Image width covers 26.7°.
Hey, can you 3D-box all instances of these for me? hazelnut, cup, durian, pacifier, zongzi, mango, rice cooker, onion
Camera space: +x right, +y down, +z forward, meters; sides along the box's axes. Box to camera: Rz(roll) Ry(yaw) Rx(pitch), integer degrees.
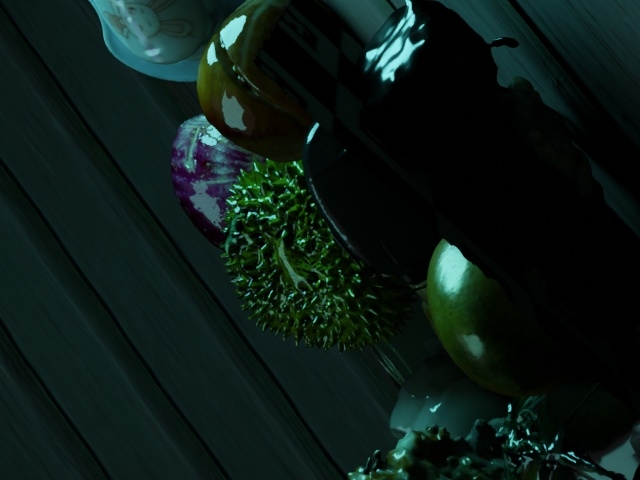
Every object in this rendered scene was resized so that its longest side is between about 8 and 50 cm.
[{"bbox_3d":[-0.036,-0.169,1.387,0.182,0.182,0.182,53,174,8],"label":"hazelnut"},{"bbox_3d":[0.134,0.111,1.696,0.120,0.141,0.120,53,172,11],"label":"cup"},{"bbox_3d":[-0.003,-0.002,1.595,0.291,0.225,0.291,-175,90,-67],"label":"durian"},{"bbox_3d":[-0.174,-0.331,1.578,0.287,0.238,0.226,53,-153,-39],"label":"pacifier"},{"bbox_3d":[0.316,0.277,1.148,0.319,0.362,0.383,-151,64,-80],"label":"zongzi"},{"bbox_3d":[0.149,0.049,1.075,0.221,0.120,0.151,18,-131,-67],"label":"mango"},{"bbox_3d":[0.067,-0.050,1.309,0.203,0.142,0.118,56,-174,-13],"label":"rice cooker"},{"bbox_3d":[-0.083,-0.085,1.894,0.256,0.230,0.272,53,167,4],"label":"onion"}]

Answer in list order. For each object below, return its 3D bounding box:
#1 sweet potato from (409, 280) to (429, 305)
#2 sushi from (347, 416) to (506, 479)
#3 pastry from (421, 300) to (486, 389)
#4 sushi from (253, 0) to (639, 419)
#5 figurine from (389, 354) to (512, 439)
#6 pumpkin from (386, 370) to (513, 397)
[{"bbox_3d":[0.127,0.013,1.415,0.292,0.097,0.097,53,175,26],"label":"sweet potato"},{"bbox_3d":[0.186,0.358,1.355,0.417,0.417,0.176,51,141,25],"label":"sushi"},{"bbox_3d":[0.177,0.093,1.507,0.166,0.088,0.166,52,174,7],"label":"pastry"},{"bbox_3d":[0.139,-0.058,0.913,0.373,0.100,0.296,42,-163,-10],"label":"sushi"},{"bbox_3d":[0.184,0.222,1.639,0.176,0.133,0.236,32,-176,43],"label":"figurine"},{"bbox_3d":[0.170,0.204,1.864,0.219,0.162,0.219,53,170,14],"label":"pumpkin"}]
